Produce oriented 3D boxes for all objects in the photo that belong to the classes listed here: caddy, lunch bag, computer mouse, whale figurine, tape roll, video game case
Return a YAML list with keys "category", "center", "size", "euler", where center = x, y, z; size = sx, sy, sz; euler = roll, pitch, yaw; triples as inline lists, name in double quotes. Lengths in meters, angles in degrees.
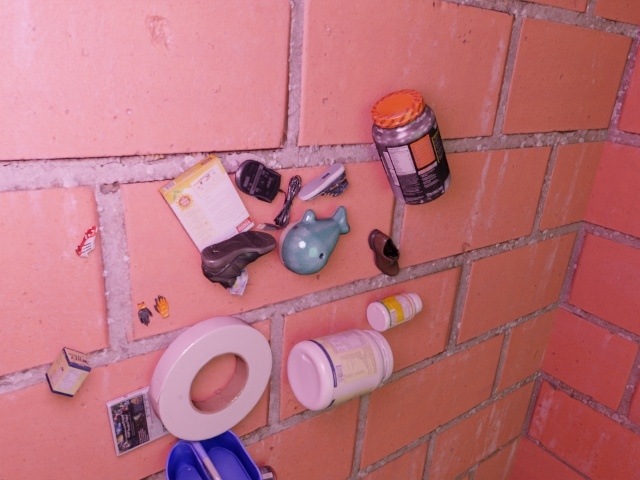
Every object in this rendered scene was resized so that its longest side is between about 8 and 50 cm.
- category: "caddy"
  center: [-0.320, 0.732, 1.528]
  size: [0.241, 0.341, 0.179]
  euler: [-27, 142, -28]
- category: "lunch bag"
  center: [-0.247, 0.108, 1.467]
  size: [0.053, 0.071, 0.083]
  euler: [12, 101, -44]
- category: "computer mouse"
  center: [-0.171, -0.126, 1.435]
  size: [0.262, 0.060, 0.184]
  euler: [11, 98, -53]
- category: "whale figurine"
  center: [0.000, 0.000, 1.571]
  size: [0.272, 0.141, 0.216]
  euler: [-32, 126, -25]
- category: "tape roll"
  center: [-0.324, 0.420, 1.530]
  size: [0.391, 0.072, 0.392]
  euler: [-19, 121, -36]
- category: "video game case"
  center: [-0.521, 0.516, 1.464]
  size: [0.173, 0.022, 0.191]
  euler: [-16, 120, -34]

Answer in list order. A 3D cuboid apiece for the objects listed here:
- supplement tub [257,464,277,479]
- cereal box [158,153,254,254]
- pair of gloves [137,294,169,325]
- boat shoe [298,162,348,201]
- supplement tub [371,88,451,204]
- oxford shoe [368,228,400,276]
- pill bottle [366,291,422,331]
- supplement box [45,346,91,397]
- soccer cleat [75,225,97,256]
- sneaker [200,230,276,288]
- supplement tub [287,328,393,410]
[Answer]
- category: "supplement tub"
  center: [-0.258, 0.868, 1.780]
  size: [0.197, 0.106, 0.106]
  euler: [8, 104, -41]
- category: "cereal box"
  center: [-0.299, -0.085, 1.352]
  size: [0.173, 0.047, 0.240]
  euler: [-38, 131, -19]
- category: "pair of gloves"
  center: [-0.457, 0.192, 1.375]
  size: [0.083, 0.010, 0.074]
  euler: [-22, 122, -29]
- category: "boat shoe"
  center: [0.016, -0.159, 1.563]
  size: [0.183, 0.065, 0.083]
  euler: [-39, 128, -20]
- category: "supplement tub"
  center: [0.291, -0.299, 1.629]
  size: [0.207, 0.207, 0.338]
  euler: [-41, 130, -17]
- category: "oxford shoe"
  center: [0.249, 0.064, 1.835]
  size: [0.083, 0.096, 0.227]
  euler: [-46, 133, -16]
- category: "pill bottle"
  center: [0.291, 0.269, 1.947]
  size: [0.208, 0.117, 0.118]
  euler: [-15, 118, -34]
- category: "supplement box"
  center: [-0.627, 0.326, 1.248]
  size: [0.056, 0.083, 0.083]
  euler: [36, 86, -43]
- category: "soccer cleat"
  center: [-0.552, 0.003, 1.202]
  size: [0.035, 0.029, 0.083]
  euler: [28, 94, -52]
- category: "sneaker"
  center: [-0.230, 0.053, 1.406]
  size: [0.227, 0.087, 0.130]
  euler: [-24, 145, -34]
- category: "supplement tub"
  center: [0.073, 0.442, 1.766]
  size: [0.324, 0.235, 0.236]
  euler: [-6, 113, -37]
